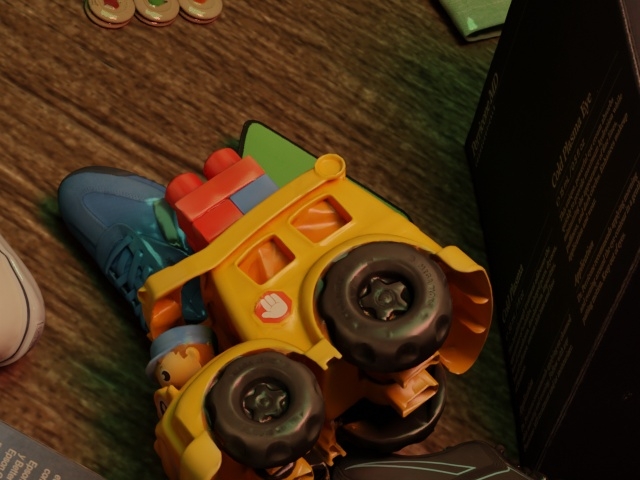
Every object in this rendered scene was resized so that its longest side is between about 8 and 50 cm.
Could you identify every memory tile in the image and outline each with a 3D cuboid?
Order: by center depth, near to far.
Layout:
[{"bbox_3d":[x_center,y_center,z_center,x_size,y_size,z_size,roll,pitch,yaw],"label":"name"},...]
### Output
[{"bbox_3d":[-0.143,-0.225,1.474,0.113,0.012,0.148,-5,56,-27],"label":"memory tile"}]

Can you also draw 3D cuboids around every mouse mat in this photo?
[{"bbox_3d":[0.000,0.000,1.319,0.153,0.007,0.189,32,31,-15],"label":"mouse mat"}]

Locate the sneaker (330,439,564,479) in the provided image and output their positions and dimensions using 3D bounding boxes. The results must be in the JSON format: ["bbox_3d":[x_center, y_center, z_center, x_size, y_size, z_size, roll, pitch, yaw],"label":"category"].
[{"bbox_3d":[0.131,0.178,1.224,0.267,0.101,0.106,6,50,-20],"label":"sneaker"}]

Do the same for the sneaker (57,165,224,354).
[{"bbox_3d":[-0.099,0.030,1.252,0.209,0.069,0.082,39,39,6],"label":"sneaker"}]

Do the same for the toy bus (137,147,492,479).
[{"bbox_3d":[-0.037,0.050,1.157,0.220,0.149,0.211,-38,67,-18],"label":"toy bus"}]

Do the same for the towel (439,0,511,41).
[{"bbox_3d":[0.139,-0.321,1.660,0.248,0.038,0.325,-17,64,-31],"label":"towel"}]

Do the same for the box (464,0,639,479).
[{"bbox_3d":[0.235,-0.051,1.271,0.179,0.343,0.312,0,54,-11],"label":"box"}]

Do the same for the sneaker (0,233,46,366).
[{"bbox_3d":[-0.273,-0.027,1.192,0.258,0.094,0.091,46,13,13],"label":"sneaker"}]

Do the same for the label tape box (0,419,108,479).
[{"bbox_3d":[-0.172,0.243,1.035,0.334,0.106,0.240,30,48,-3],"label":"label tape box"}]
